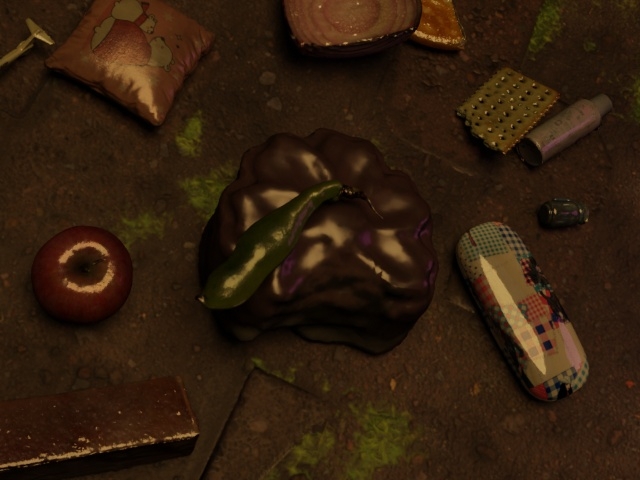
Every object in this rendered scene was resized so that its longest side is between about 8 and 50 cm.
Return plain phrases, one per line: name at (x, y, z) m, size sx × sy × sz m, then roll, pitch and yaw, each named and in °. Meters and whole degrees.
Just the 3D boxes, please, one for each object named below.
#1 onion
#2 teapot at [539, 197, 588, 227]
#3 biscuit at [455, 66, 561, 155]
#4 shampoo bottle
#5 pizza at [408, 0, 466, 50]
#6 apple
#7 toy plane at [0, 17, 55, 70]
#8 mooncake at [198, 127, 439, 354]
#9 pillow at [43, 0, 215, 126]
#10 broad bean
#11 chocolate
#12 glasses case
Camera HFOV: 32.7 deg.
onion at (0.050, -0.416, 1.985) m, size 0.250 × 0.111 × 0.247 m, roll -8°, pitch 55°, yaw -6°
teapot at (0.438, -0.049, 1.986) m, size 0.083 × 0.063 × 0.049 m, roll -1°, pitch 101°, yaw -20°
biscuit at (0.339, -0.245, 2.019) m, size 0.144 × 0.016 × 0.203 m, roll 33°, pitch 58°, yaw 25°
shampoo bottle at (0.462, -0.211, 2.042) m, size 0.214 × 0.072 × 0.072 m, roll -32°, pitch 81°, yaw -25°
pizza at (0.193, -0.445, 2.075) m, size 0.185 × 0.036 × 0.176 m, roll 12°, pitch 63°, yaw -8°
apple at (-0.362, 0.055, 1.659) m, size 0.153 × 0.120 × 0.153 m, roll 3°, pitch 70°, yaw -9°
toy plane at (-0.549, -0.255, 1.744) m, size 0.092 × 0.108 × 0.286 m, roll 40°, pitch 51°, yaw 3°
mooncake at (0.000, 0.000, 1.750) m, size 0.381 × 0.212 × 0.350 m, roll -7°, pitch 65°, yaw -21°
pillow at (-0.316, -0.326, 1.846) m, size 0.223 × 0.084 × 0.236 m, roll 28°, pitch 62°, yaw -4°
broad bean at (-0.054, 0.001, 1.589) m, size 0.318 × 0.056 × 0.098 m, roll -32°, pitch 77°, yaw -22°
chocolate at (-0.344, 0.277, 1.584) m, size 0.321 × 0.112 × 0.112 m, roll -8°, pitch 63°, yaw -19°
glasses case at (0.343, 0.118, 1.867) m, size 0.125 × 0.076 × 0.327 m, roll -22°, pitch 76°, yaw -25°
